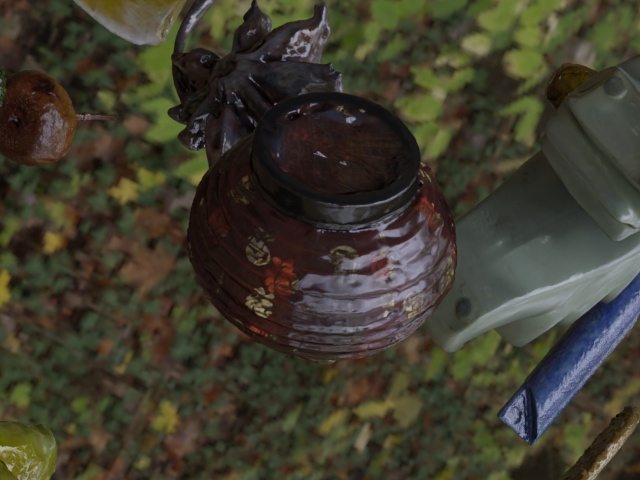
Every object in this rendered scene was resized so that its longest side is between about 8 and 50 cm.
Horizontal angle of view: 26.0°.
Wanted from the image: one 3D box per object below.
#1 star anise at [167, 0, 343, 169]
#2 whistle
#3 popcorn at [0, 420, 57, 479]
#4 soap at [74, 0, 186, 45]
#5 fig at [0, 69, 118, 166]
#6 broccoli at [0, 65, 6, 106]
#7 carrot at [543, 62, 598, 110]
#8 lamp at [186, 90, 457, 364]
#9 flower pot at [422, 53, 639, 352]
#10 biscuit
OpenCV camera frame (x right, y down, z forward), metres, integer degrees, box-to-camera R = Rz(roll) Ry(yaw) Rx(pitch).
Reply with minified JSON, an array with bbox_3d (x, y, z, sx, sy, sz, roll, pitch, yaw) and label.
[{"bbox_3d":[-0.090,-0.212,1.890,0.139,0.315,0.359,54,44,-48],"label":"star anise"},{"bbox_3d":[0.327,0.112,1.656,0.304,0.062,0.062,-49,167,-5],"label":"whistle"},{"bbox_3d":[-0.380,0.292,1.204,0.326,0.321,0.290,-53,-140,47],"label":"popcorn"},{"bbox_3d":[-0.142,-0.353,1.048,0.156,0.293,0.335,-26,-148,35],"label":"soap"},{"bbox_3d":[-0.413,-0.196,2.131,0.201,0.133,0.146,-27,107,-56],"label":"fig"},{"bbox_3d":[-0.559,-0.202,1.728,0.297,0.297,0.297,-47,-178,36],"label":"broccoli"},{"bbox_3d":[0.376,-0.168,1.810,0.082,0.173,0.082,-58,-178,3],"label":"carrot"},{"bbox_3d":[0.000,0.000,1.200,0.247,0.247,0.247,-61,168,-22],"label":"lamp"},{"bbox_3d":[0.269,-0.030,1.443,0.367,0.164,0.254,-45,159,20],"label":"flower pot"},{"bbox_3d":[0.337,0.293,1.770,0.220,0.033,0.220,-47,170,-11],"label":"biscuit"}]
